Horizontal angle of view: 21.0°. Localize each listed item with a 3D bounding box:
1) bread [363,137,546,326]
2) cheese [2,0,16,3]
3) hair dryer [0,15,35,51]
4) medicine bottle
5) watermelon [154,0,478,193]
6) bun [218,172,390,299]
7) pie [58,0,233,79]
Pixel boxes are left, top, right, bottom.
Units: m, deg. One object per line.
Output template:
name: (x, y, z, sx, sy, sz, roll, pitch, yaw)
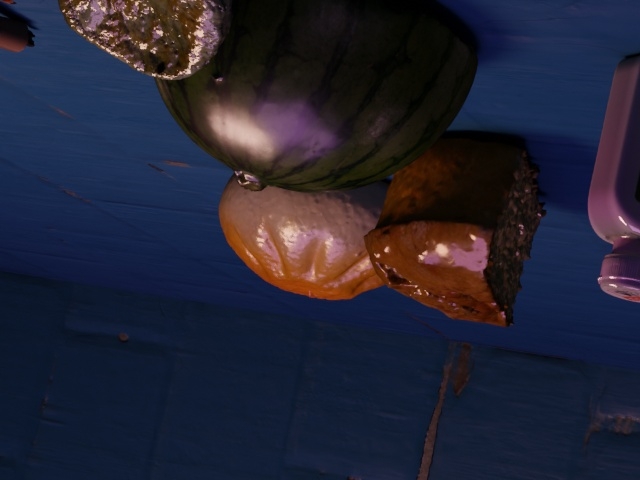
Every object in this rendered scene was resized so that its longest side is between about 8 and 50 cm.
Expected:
bread: (0.158, -0.017, 2.100, 0.179, 0.194, 0.340, 16, 169, 16)
cheese: (-0.346, -0.269, 1.745, 0.106, 0.037, 0.256, 16, 175, -10)
hair dryer: (-0.372, -0.236, 1.900, 0.117, 0.064, 0.181, 19, -174, 33)
medicine bottle: (0.309, -0.054, 1.598, 0.115, 0.219, 0.078, 20, 168, -27)
watermelon: (-0.021, -0.140, 1.669, 0.330, 0.189, 0.331, 7, 173, 1)
bun: (0.000, 0.000, 2.439, 0.298, 0.165, 0.299, 12, 172, 2)
pie: (-0.161, -0.227, 1.532, 0.186, 0.041, 0.187, 18, 135, 19)
